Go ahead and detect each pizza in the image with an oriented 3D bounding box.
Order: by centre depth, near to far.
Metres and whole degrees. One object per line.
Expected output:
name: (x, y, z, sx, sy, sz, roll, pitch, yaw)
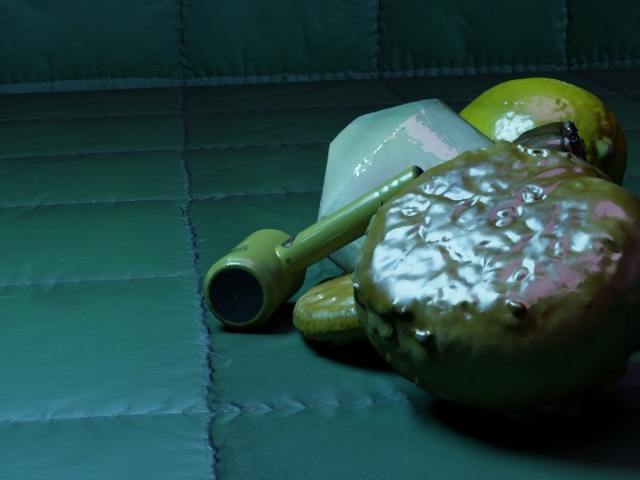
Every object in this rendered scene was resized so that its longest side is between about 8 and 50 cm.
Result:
pizza: (0.032, 0.079, 1.565, 0.127, 0.058, 0.246, -27, 11, -23)

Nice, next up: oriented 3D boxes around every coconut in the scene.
coconut: (0.112, -0.055, 1.786, 0.259, 0.259, 0.259, -2, 13, 0)

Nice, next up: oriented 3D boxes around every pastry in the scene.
pastry: (0.182, 0.048, 1.373, 0.284, 0.184, 0.316, -36, 36, -15)

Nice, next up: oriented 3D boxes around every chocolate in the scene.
chocolate: (0.294, -0.030, 1.737, 0.093, 0.214, 0.148, -15, 11, 19)

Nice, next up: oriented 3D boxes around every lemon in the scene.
lemon: (0.294, -0.112, 1.996, 0.236, 0.235, 0.263, -6, -16, -17)

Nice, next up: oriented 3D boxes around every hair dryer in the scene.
hair dryer: (0.000, 0.000, 1.634, 0.279, 0.090, 0.135, -30, 3, 21)
